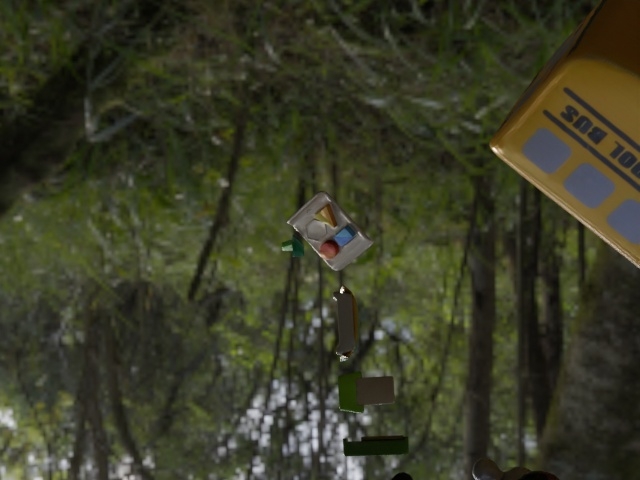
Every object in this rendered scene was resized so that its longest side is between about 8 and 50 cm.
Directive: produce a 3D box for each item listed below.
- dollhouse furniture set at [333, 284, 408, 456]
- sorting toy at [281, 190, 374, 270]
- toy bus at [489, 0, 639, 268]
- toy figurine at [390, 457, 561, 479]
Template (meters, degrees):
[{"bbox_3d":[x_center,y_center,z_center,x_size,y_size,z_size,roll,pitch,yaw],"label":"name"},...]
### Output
[{"bbox_3d":[0.046,0.116,1.020,0.058,0.152,0.076,-4,169,3],"label":"dollhouse furniture set"},{"bbox_3d":[0.000,0.000,0.939,0.083,0.062,0.012,-41,-174,48],"label":"sorting toy"},{"bbox_3d":[0.275,-0.011,0.682,0.130,0.332,0.108,-52,180,44],"label":"toy bus"},{"bbox_3d":[0.127,0.290,0.934,0.209,0.213,0.148,-10,168,-1],"label":"toy figurine"}]
